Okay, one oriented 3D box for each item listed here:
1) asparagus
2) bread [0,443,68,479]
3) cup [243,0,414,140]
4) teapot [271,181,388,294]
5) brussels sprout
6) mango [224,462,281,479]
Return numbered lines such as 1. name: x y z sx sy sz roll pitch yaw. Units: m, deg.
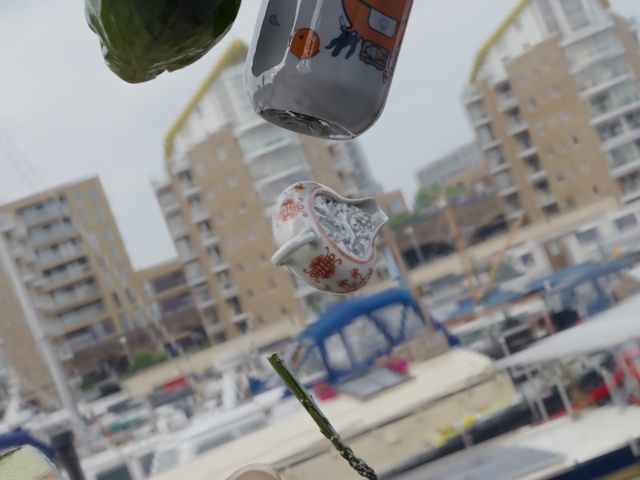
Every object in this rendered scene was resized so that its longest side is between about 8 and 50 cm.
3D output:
1. asparagus: 0.001 0.263 1.970 0.024 0.248 0.025 -22 -25 -43
2. bread: -0.349 0.394 1.505 0.167 0.264 0.163 -20 36 -33
3. cup: 0.017 -0.311 1.851 0.212 0.317 0.212 14 -7 2
4. teapot: 0.000 0.000 1.698 0.116 0.159 0.245 -25 4 23
5. brussels sprout: -0.213 -0.343 1.775 0.219 0.210 0.271 14 -50 -15
6. mango: -0.131 0.458 2.225 0.154 0.126 0.252 -60 4 26
